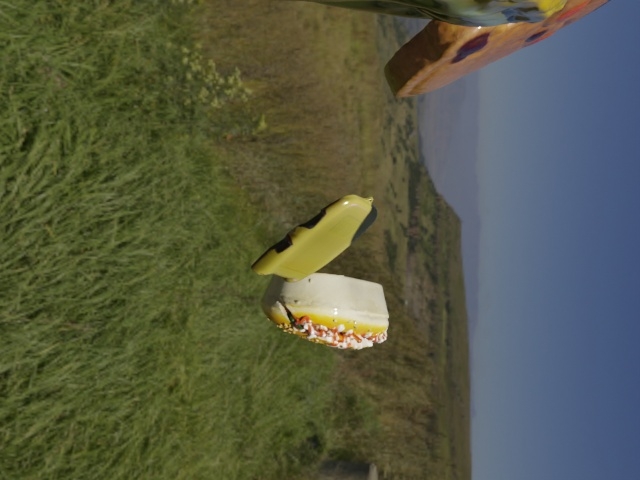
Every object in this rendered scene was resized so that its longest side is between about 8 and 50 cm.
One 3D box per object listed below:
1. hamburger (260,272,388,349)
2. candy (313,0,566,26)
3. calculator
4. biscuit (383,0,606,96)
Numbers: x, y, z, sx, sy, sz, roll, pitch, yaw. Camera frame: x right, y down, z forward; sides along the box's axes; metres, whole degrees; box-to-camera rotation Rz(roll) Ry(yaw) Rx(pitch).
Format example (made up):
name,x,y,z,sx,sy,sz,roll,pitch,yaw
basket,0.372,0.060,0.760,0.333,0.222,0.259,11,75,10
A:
name,x,y,z,sx,sy,sz,roll,pitch,yaw
hamburger,0.011,0.146,1.328,0.295,0.227,0.151,12,84,-48
candy,0.017,-0.184,0.341,0.260,0.260,0.117,-56,157,-70
calculator,0.000,0.000,1.100,0.157,0.236,0.033,22,33,-58
biscuit,0.305,-0.330,0.924,0.078,0.456,0.350,63,3,-5
